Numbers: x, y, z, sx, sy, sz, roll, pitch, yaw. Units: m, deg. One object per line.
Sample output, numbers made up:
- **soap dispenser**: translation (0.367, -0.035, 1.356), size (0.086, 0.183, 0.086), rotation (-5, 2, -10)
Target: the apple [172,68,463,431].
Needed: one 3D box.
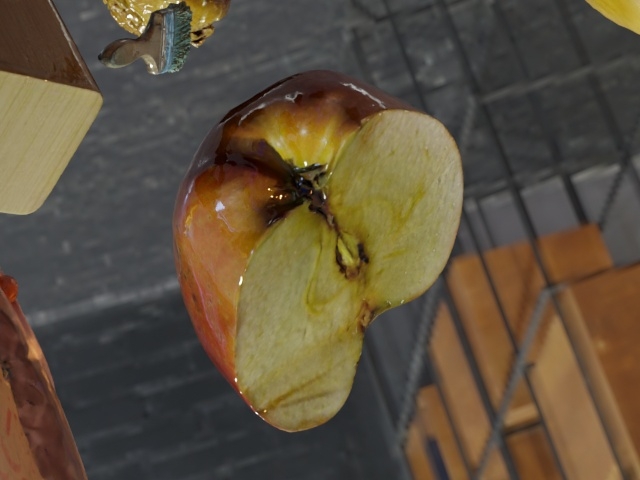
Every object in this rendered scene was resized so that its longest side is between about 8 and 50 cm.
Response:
- **apple**: translation (0.000, 0.000, 1.870), size (0.295, 0.328, 0.365), rotation (-11, 148, 12)

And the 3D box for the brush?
- **brush**: translation (-0.166, -0.185, 1.729), size (0.021, 0.070, 0.196), rotation (10, -164, 15)

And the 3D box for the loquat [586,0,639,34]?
- **loquat**: translation (0.199, -0.219, 0.951), size (0.193, 0.238, 0.238), rotation (-3, 154, -8)

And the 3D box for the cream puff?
- **cream puff**: translation (-0.181, -0.282, 2.013), size (0.115, 0.165, 0.150), rotation (-42, 179, 22)

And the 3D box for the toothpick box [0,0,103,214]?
- **toothpick box**: translation (-0.337, -0.186, 1.661), size (0.190, 0.308, 0.187), rotation (12, 126, -41)

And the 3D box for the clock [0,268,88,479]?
- **clock**: translation (-0.289, 0.124, 1.053), size (0.251, 0.376, 0.368), rotation (-23, 121, 4)
